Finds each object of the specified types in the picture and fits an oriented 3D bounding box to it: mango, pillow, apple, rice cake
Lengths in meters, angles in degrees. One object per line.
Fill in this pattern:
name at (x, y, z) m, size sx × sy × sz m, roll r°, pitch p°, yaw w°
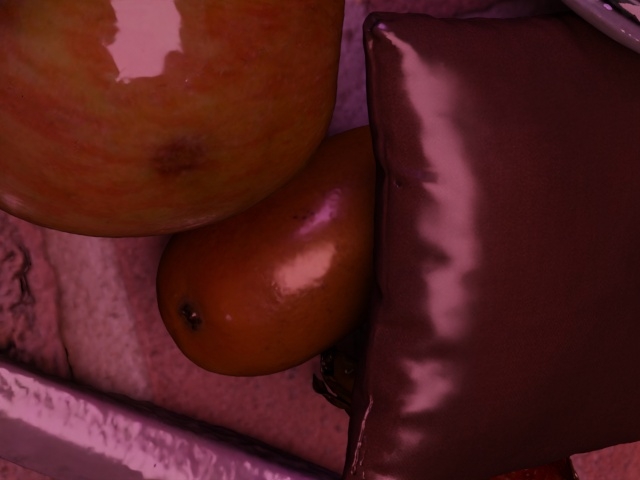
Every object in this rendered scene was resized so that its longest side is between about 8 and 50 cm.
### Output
mango at (-0.001, 0.001, 1.136) m, size 0.221 × 0.151 × 0.120 m, roll -33°, pitch 89°, yaw -4°
pillow at (0.136, 0.002, 1.097) m, size 0.305 × 0.108 × 0.308 m, roll -9°, pitch 109°, yaw -40°
apple at (-0.100, -0.127, 1.018) m, size 0.264 × 0.264 × 0.264 m, roll -4°, pitch 108°, yaw -12°
rice cake at (-0.134, 0.135, 1.191) m, size 0.399 × 0.064 × 0.070 m, roll 23°, pitch 95°, yaw -19°

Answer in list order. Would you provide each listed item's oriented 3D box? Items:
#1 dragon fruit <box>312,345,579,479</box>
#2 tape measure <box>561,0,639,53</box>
dragon fruit at (0.086, 0.151, 1.222) m, size 0.246 × 0.125 × 0.125 m, roll 41°, pitch 137°, yaw -7°
tape measure at (0.222, -0.203, 1.066) m, size 0.246 × 0.243 × 0.125 m, roll 24°, pitch 127°, yaw -17°
